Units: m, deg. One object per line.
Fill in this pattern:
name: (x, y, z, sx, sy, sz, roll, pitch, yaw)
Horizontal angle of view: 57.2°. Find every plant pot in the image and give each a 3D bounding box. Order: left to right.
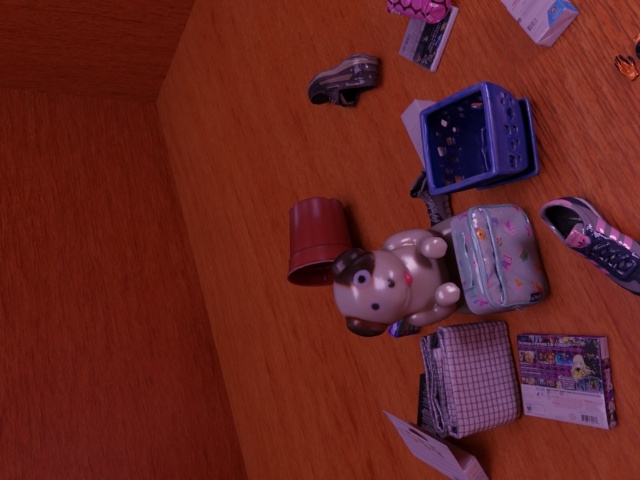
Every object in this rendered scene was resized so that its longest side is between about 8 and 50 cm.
plant pot: (0.000, 0.000, 2.129, 0.272, 0.273, 0.264, -37, 54, 51)
plant pot: (0.416, -0.248, 1.503, 0.236, 0.212, 0.235, -15, 79, 56)

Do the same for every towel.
towel: (0.393, 0.362, 1.567, 0.121, 0.235, 0.283, -26, 71, 61)

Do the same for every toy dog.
toy dog: (0.206, 0.100, 1.587, 0.396, 0.408, 0.284, -6, 93, 41)

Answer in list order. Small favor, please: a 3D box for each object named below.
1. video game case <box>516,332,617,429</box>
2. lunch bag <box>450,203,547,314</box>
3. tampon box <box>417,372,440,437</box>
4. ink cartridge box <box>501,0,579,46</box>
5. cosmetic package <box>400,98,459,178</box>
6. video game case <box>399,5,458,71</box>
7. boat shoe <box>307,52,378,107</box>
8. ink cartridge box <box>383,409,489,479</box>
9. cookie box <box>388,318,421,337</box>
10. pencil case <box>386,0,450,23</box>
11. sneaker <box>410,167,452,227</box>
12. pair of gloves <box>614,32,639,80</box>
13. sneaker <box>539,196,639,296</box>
video game case: (0.593, 0.335, 1.433, 0.232, 0.042, 0.210, -11, 83, 56)
lunch bag: (0.444, 0.050, 1.473, 0.108, 0.224, 0.278, -30, 67, 54)
tampon box: (0.363, 0.472, 1.719, 0.101, 0.121, 0.160, 14, 104, 55)
ink cartridge box: (0.533, -0.576, 1.439, 0.104, 0.060, 0.180, -55, 49, 44)
cosmetic package: (0.335, -0.294, 1.709, 0.085, 0.118, 0.230, -48, 53, 45)
video game case: (0.325, -0.632, 1.785, 0.173, 0.022, 0.190, 48, 129, 44)
boat shoe: (0.069, -0.539, 2.080, 0.355, 0.133, 0.130, -15, 79, 57)
ink cartridge box: (0.334, 0.596, 1.711, 0.275, 0.060, 0.238, 13, 140, 55)
cookie box: (0.274, 0.253, 1.849, 0.040, 0.107, 0.091, 35, 121, 48)
pencil case: (0.285, -0.702, 1.741, 0.098, 0.095, 0.209, -48, 41, 0)
sneaker: (0.317, -0.107, 1.734, 0.086, 0.132, 0.228, -1, 91, 57)
pair of gloves: (0.683, -0.396, 1.272, 0.083, 0.010, 0.074, -52, 50, 41)
sneaker: (0.613, 0.018, 1.298, 0.319, 0.131, 0.112, 51, 132, 41)
